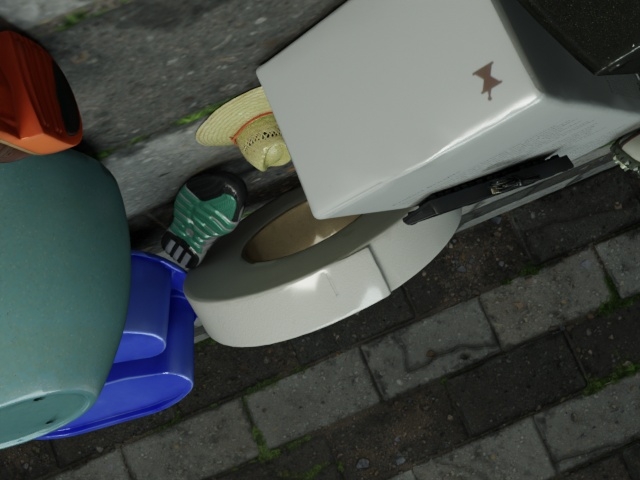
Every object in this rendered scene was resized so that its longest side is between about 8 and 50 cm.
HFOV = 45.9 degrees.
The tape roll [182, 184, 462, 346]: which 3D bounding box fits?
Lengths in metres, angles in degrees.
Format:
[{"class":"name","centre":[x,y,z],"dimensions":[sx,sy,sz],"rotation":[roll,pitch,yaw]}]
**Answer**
[{"class":"tape roll","centre":[0.000,0.000,1.018],"dimensions":[0.392,0.072,0.392],"rotation":[-24,-161,9]}]

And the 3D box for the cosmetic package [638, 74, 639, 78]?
[{"class":"cosmetic package","centre":[0.430,-0.261,0.929],"dimensions":[0.107,0.127,0.238],"rotation":[-26,170,18]}]

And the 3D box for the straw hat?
[{"class":"straw hat","centre":[-0.059,-0.108,0.805],"dimensions":[0.144,0.061,0.144],"rotation":[-23,171,-4]}]

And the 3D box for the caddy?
[{"class":"caddy","centre":[-0.334,0.134,1.062],"dimensions":[0.341,0.179,0.241],"rotation":[-16,139,1]}]

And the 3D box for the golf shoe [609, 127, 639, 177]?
[{"class":"golf shoe","centre":[0.441,-0.131,0.950],"dimensions":[0.120,0.105,0.273],"rotation":[-52,179,30]}]

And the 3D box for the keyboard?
[{"class":"keyboard","centre":[0.183,-0.057,0.801],"dimensions":[0.180,0.023,0.108],"rotation":[-19,178,-21]}]

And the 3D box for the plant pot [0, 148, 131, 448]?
[{"class":"plant pot","centre":[-0.294,0.074,0.679],"dimensions":[0.290,0.195,0.290],"rotation":[-22,160,-9]}]

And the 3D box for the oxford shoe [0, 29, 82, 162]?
[{"class":"oxford shoe","centre":[-0.233,-0.083,0.414],"dimensions":[0.098,0.097,0.271],"rotation":[-18,172,6]}]

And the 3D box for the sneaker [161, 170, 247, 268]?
[{"class":"sneaker","centre":[-0.141,-0.048,0.995],"dimensions":[0.098,0.083,0.224],"rotation":[-52,-172,-36]}]

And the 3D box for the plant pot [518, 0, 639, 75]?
[{"class":"plant pot","centre":[0.239,-0.222,0.539],"dimensions":[0.188,0.167,0.187],"rotation":[-13,166,-44]}]

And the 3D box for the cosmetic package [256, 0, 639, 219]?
[{"class":"cosmetic package","centre":[0.173,-0.152,0.801],"dimensions":[0.230,0.161,0.453],"rotation":[-28,171,33]}]
